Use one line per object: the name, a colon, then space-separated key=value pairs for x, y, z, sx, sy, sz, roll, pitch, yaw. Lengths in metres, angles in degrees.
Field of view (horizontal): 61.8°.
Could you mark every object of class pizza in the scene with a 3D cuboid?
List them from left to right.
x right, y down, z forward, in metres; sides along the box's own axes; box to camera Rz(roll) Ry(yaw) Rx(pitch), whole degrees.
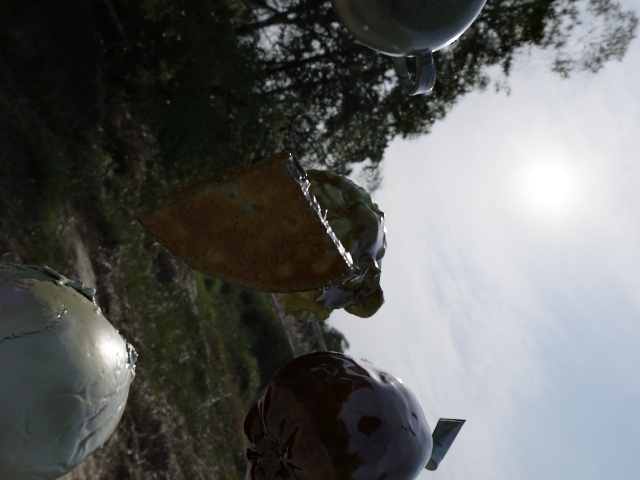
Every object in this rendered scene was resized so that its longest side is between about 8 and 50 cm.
pizza: x=-0.073 y=-0.027 z=0.640 sx=0.058 sy=0.292 sz=0.197 roll=-92 pitch=-163 yaw=-58

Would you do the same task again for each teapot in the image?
teapot: x=0.096 y=-0.308 z=0.596 sx=0.129 sy=0.193 sz=0.294 roll=-117 pitch=-165 yaw=-56

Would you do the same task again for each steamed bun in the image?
steamed bun: x=-0.434 y=0.165 z=0.725 sx=0.312 sy=0.334 sz=0.232 roll=-113 pitch=-144 yaw=-74

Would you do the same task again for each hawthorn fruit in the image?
hawthorn fruit: x=0.031 y=0.235 z=0.647 sx=0.208 sy=0.248 sz=0.207 roll=-2 pitch=-93 yaw=44

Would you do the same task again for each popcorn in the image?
popcorn: x=0.002 y=0.005 z=1.125 sx=0.335 sy=0.275 sz=0.279 roll=69 pitch=29 yaw=-59

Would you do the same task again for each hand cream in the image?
hand cream: x=0.305 y=0.502 z=1.345 sx=0.076 sy=0.174 sz=0.047 roll=-9 pitch=-74 yaw=36
